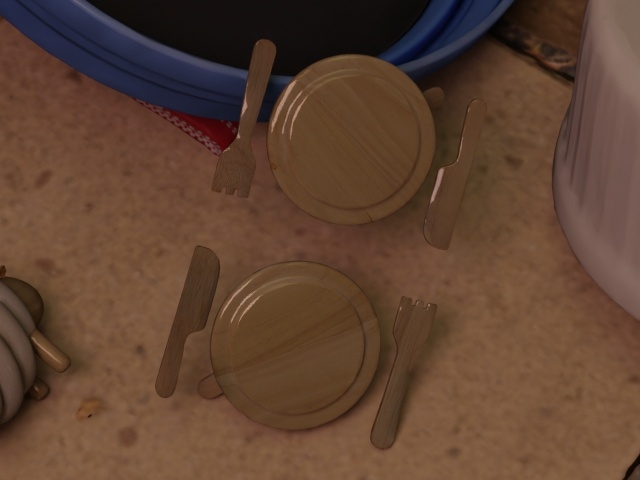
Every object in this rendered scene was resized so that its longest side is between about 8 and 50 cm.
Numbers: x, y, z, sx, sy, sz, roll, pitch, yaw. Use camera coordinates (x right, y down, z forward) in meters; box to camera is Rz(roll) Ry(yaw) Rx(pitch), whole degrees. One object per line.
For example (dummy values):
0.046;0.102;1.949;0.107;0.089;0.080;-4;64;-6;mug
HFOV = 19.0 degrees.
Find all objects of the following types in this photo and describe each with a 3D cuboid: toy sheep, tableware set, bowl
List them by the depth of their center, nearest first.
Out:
-0.184;0.063;0.958;0.091;0.091;0.132;27;44;15;toy sheep
0.000;0.000;0.975;0.128;0.039;0.194;15;96;-12;tableware set
-0.057;-0.242;1.065;0.391;0.077;0.391;12;62;-23;bowl

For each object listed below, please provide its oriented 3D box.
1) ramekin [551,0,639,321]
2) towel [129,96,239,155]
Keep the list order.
0.258;-0.074;0.981;0.277;0.135;0.277;-3;46;3;ramekin
-0.080;-0.204;1.115;0.199;0.031;0.275;32;61;-10;towel
